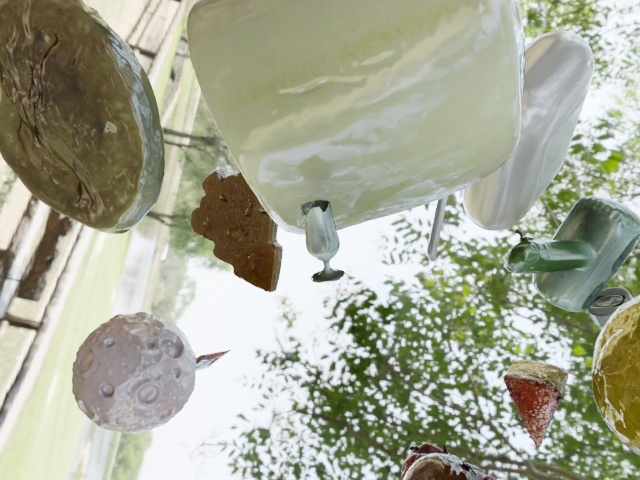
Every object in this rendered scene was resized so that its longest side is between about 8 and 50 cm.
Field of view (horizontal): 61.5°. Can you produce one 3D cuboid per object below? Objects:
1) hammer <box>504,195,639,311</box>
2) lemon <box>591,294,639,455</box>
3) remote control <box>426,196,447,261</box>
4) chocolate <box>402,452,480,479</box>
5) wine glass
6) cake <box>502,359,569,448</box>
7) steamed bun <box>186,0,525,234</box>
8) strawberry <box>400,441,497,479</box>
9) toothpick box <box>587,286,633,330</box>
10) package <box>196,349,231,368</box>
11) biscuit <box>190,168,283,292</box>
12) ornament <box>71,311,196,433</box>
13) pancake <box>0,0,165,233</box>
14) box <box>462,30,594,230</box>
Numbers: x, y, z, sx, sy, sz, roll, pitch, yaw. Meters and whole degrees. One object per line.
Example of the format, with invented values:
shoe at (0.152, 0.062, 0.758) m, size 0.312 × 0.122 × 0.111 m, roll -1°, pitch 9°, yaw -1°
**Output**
hammer at (0.381, 0.022, 0.862) m, size 0.119 × 0.335 × 0.206 m, roll 43°, pitch -61°, yaw 38°
lemon at (0.662, 0.245, 0.947) m, size 0.348 × 0.348 × 0.348 m, roll -167°, pitch -90°, yaw -76°
remote control at (0.381, -0.059, 1.763) m, size 0.067 × 0.029 × 0.261 m, roll 50°, pitch 51°, yaw -59°
chocolate at (0.210, 0.482, 0.979) m, size 0.177 × 0.176 × 0.177 m, roll -167°, pitch -90°, yaw -76°
wine glass at (0.000, 0.000, 0.554) m, size 0.042 × 0.039 × 0.083 m, roll -114°, pitch -168°, yaw -74°
cake at (0.491, 0.354, 1.156) m, size 0.116 × 0.220 × 0.086 m, roll -8°, pitch -153°, yaw 49°
steamed bun at (0.070, -0.171, 0.697) m, size 0.456 × 0.371 × 0.290 m, roll -14°, pitch 91°, yaw -79°
strawberry at (0.313, 0.645, 1.318) m, size 0.258 × 0.261 × 0.261 m, roll -66°, pitch -168°, yaw -11°
toothpick box at (0.715, 0.200, 1.274) m, size 0.101 × 0.153 × 0.101 m, roll -35°, pitch -166°, yaw 10°
package at (-0.323, 0.334, 1.468) m, size 0.200 × 0.083 × 0.022 m, roll -37°, pitch -117°, yaw 45°
biscuit at (-0.177, -0.017, 1.220) m, size 0.278 × 0.043 × 0.301 m, roll -24°, pitch -88°, yaw 40°
ornament at (-0.391, 0.277, 1.153) m, size 0.225 × 0.259 × 0.259 m, roll -35°, pitch -148°, yaw 21°
pancake at (-0.250, -0.112, 0.512) m, size 0.050 × 0.242 × 0.242 m, roll -32°, pitch 149°, yaw -54°
box at (0.390, -0.198, 1.034) m, size 0.289 × 0.141 × 0.349 m, roll -45°, pitch 150°, yaw -23°
